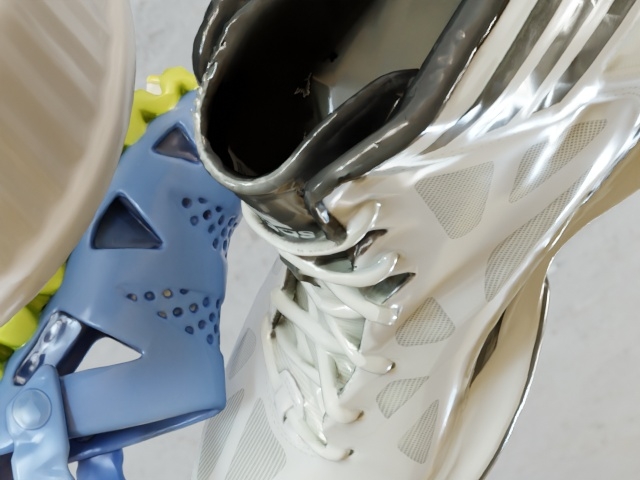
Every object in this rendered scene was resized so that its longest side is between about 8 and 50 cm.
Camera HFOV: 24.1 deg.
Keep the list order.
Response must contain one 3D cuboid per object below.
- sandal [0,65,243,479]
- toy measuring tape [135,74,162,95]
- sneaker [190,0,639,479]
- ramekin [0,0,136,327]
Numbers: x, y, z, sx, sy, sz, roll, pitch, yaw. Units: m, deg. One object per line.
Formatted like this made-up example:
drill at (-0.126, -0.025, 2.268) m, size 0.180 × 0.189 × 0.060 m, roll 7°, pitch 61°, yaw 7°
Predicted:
sandal at (-0.097, 0.047, 0.773) m, size 0.317 × 0.138 × 0.126 m, roll -54°, pitch 162°, yaw 3°
toy measuring tape at (-0.126, -0.122, 1.377) m, size 0.330 × 0.121 × 0.121 m, roll 8°, pitch 151°, yaw 16°
sneaker at (0.000, -0.001, 0.679) m, size 0.257 × 0.169 × 0.447 m, roll 1°, pitch 128°, yaw -48°
ramekin at (-0.213, -0.081, 0.565) m, size 0.273 × 0.273 × 0.127 m, roll -25°, pitch 158°, yaw -2°
